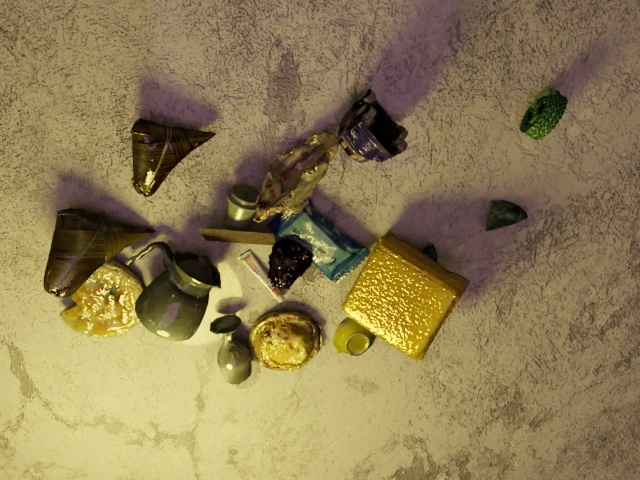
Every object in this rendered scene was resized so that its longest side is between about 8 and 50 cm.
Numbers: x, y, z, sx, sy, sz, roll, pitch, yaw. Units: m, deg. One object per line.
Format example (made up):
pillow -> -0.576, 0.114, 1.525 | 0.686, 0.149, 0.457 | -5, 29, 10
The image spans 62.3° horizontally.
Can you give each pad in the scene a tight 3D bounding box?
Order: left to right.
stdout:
pad -> -0.264, -0.011, 1.710 | 0.235, 0.158, 0.003 | 5, 75, -3

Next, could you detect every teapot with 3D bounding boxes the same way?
teapot -> -0.474, 0.139, 1.768 | 0.285, 0.305, 0.223 | -53, 151, 14

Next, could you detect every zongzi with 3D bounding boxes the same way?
zongzi -> -0.702, 0.054, 1.692 | 0.300, 0.138, 0.286 | 11, 83, -21
zongzi -> -0.450, -0.230, 1.611 | 0.241, 0.111, 0.247 | 6, 121, -11

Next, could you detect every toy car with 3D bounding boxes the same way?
toy car -> 0.137, -0.306, 1.519 | 0.158, 0.235, 0.172 | -36, 112, 28

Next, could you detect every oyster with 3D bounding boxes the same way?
oyster -> -0.074, -0.185, 1.610 | 0.341, 0.166, 0.110 | -60, 148, 5

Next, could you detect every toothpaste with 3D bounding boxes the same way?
toothpaste -> -0.199, 0.129, 1.833 | 0.052, 0.033, 0.218 | -34, 108, 10

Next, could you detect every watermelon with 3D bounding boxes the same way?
watermelon -> 0.606, -0.083, 1.738 | 0.155, 0.080, 0.101 | -8, 81, 5

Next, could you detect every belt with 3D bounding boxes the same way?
belt -> 0.647, -0.376, 1.549 | 0.079, 0.121, 0.151 | 29, 108, -12

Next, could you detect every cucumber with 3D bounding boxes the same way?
cucumber -> 0.339, 0.135, 1.821 | 0.077, 0.077, 0.265 | 20, 115, -11

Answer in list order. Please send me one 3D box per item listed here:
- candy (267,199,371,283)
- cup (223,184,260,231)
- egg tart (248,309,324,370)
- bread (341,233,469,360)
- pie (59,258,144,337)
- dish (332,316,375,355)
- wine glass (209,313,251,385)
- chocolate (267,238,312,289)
candy -> 0.000, 0.000, 1.750 | 0.331, 0.077, 0.187 | 40, 116, -16
cup -> -0.251, -0.093, 1.678 | 0.120, 0.120, 0.141 | 16, 124, -9
egg tart -> -0.124, 0.382, 1.917 | 0.291, 0.107, 0.290 | 0, 117, -1
bread -> 0.272, 0.187, 1.748 | 0.333, 0.143, 0.323 | 34, 114, 12
pie -> -0.755, 0.195, 1.827 | 0.338, 0.075, 0.337 | 0, 114, -1
dish -> 0.127, 0.362, 1.928 | 0.149, 0.080, 0.207 | 31, 110, -15
wine glass -> -0.319, 0.396, 1.910 | 0.126, 0.126, 0.241 | -7, 118, 2
chocolate -> -0.113, 0.097, 1.732 | 0.156, 0.133, 0.156 | 13, 142, 10
